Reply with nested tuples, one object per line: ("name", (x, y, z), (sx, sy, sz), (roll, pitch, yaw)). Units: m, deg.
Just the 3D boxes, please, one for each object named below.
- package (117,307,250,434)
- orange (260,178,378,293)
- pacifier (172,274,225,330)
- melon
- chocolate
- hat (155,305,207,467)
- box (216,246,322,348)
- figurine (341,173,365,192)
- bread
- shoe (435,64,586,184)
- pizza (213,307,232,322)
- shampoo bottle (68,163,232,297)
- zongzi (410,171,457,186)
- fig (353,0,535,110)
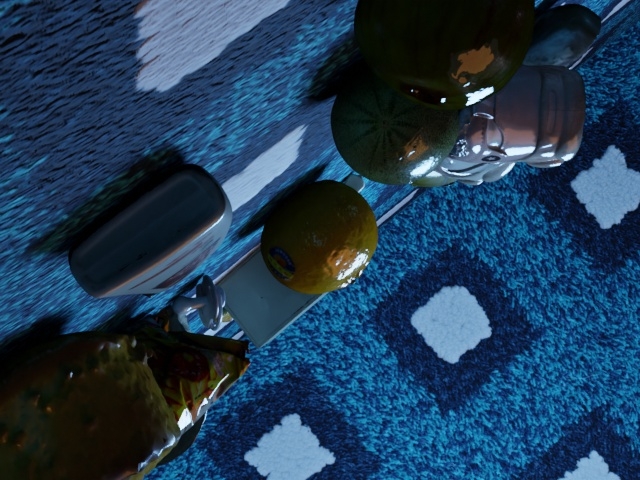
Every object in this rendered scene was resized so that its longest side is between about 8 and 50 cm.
("package", (-0.243, 0.209, 1.671), (0.288, 0.223, 0.108), (-43, 134, -32))
("orange", (-0.002, -0.003, 1.823), (0.177, 0.155, 0.177), (-44, 164, -16))
("pacifier", (-0.184, 0.099, 1.868), (0.078, 0.081, 0.099), (-6, 160, -24))
("melon", (0.081, -0.129, 1.352), (0.139, 0.139, 0.192), (-41, 177, 10))
("chocolate", (0.340, -0.300, 2.049), (0.254, 0.080, 0.157), (-39, -167, 27))
("hat", (-0.245, 0.235, 1.902), (0.214, 0.245, 0.149), (-39, 155, 11))
("box", (-0.053, 0.058, 2.083), (0.225, 0.129, 0.086), (-41, 175, 15))
("figurine", (0.043, -0.081, 2.106), (0.083, 0.047, 0.050), (-48, -171, 11))
("bread", (-0.329, 0.254, 1.377), (0.358, 0.204, 0.337), (-33, 168, -39))
("shoe", (0.196, -0.180, 1.737), (0.198, 0.172, 0.351), (4, 173, -28))
("pizza", (-0.185, 0.142, 2.475), (0.083, 0.025, 0.078), (-30, 167, -21))
("shampoo bottle", (-0.153, 0.009, 1.207), (0.153, 0.071, 0.284), (-38, 174, -7))
("zongzi", (0.147, -0.133, 2.147), (0.256, 0.115, 0.228), (-16, 180, -25))
("fig", (0.126, -0.236, 1.046), (0.151, 0.151, 0.259), (117, -3, -78))
